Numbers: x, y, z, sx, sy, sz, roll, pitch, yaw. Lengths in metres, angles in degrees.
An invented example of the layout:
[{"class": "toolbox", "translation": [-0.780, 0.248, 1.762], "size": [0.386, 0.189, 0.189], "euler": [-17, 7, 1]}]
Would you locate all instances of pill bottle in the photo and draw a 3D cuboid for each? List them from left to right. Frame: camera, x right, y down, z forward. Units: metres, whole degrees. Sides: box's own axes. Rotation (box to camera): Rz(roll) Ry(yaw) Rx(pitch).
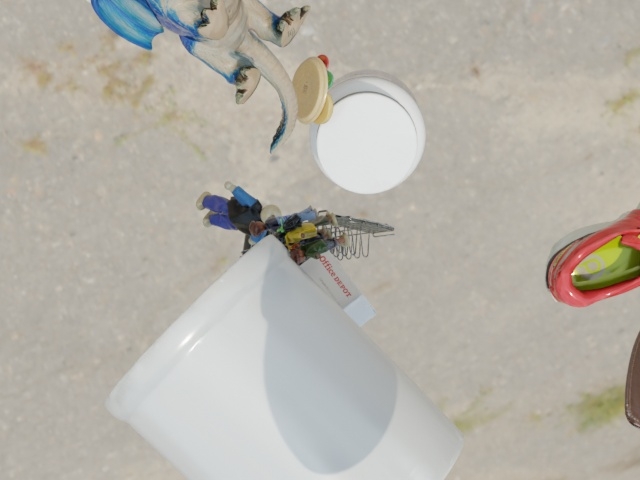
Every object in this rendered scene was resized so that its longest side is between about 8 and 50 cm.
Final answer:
[{"class": "pill bottle", "translation": [0.062, -0.144, 1.496], "size": [0.153, 0.153, 0.264], "euler": [-35, -171, 10]}]

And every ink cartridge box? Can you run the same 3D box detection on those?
[{"class": "ink cartridge box", "translation": [-0.020, 0.126, 1.981], "size": [0.191, 0.139, 0.082], "euler": [-38, 141, 0]}]

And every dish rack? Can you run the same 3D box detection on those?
[{"class": "dish rack", "translation": [0.000, 0.000, 2.190], "size": [0.271, 0.074, 0.208], "euler": [-9, 167, 42]}]

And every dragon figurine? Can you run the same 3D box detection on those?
[{"class": "dragon figurine", "translation": [-0.094, -0.165, 0.761], "size": [0.085, 0.144, 0.289], "euler": [-57, 157, -5]}]

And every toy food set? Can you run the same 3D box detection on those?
[{"class": "toy food set", "translation": [-0.010, -0.178, 1.327], "size": [0.020, 0.083, 0.082], "euler": [4, 92, -31]}]

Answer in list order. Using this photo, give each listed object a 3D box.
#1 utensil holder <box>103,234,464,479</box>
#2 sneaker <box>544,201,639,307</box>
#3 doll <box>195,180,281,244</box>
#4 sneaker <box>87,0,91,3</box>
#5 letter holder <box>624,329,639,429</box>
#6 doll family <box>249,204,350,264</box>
[{"class": "utensil holder", "translation": [-0.044, 0.240, 1.542], "size": [0.327, 0.385, 0.327], "euler": [-46, 179, -1]}, {"class": "sneaker", "translation": [0.386, 0.002, 1.272], "size": [0.279, 0.107, 0.118], "euler": [-33, -175, 13]}, {"class": "doll", "translation": [-0.144, -0.051, 2.008], "size": [0.046, 0.189, 0.129], "euler": [-40, 123, -36]}, {"class": "sneaker", "translation": [-0.232, -0.346, 1.527], "size": [0.126, 0.321, 0.127], "euler": [27, 95, -40]}, {"class": "letter holder", "translation": [0.511, 0.119, 1.414], "size": [0.302, 0.214, 0.152], "euler": [-49, 150, -55]}, {"class": "doll family", "translation": [-0.038, -0.010, 1.744], "size": [0.111, 0.076, 0.193], "euler": [-20, -171, -15]}]
